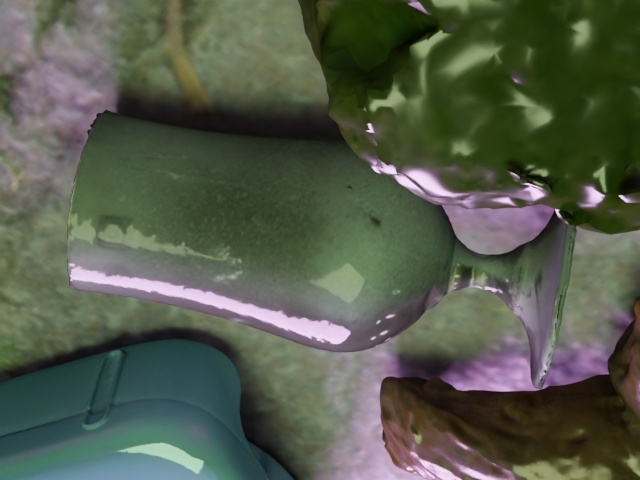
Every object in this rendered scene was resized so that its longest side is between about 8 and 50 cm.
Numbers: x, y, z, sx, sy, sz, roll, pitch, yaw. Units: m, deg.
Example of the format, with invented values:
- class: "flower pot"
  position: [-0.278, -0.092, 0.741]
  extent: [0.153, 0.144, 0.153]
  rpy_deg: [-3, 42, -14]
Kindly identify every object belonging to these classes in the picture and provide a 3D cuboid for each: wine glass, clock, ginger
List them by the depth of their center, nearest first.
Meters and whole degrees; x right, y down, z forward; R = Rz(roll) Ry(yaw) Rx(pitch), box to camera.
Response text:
- class: "wine glass"
  position: [0.000, 0.000, 0.711]
  extent: [0.231, 0.103, 0.103]
  rpy_deg: [11, 130, 4]
- class: "ginger"
  position: [0.163, 0.086, 0.767]
  extent: [0.290, 0.084, 0.122]
  rpy_deg: [-16, 132, 21]
- class: "clock"
  position: [-0.105, 0.190, 0.892]
  extent: [0.223, 0.094, 0.274]
  rpy_deg: [-15, 127, 20]

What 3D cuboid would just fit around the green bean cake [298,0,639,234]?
- class: "green bean cake"
  position: [0.163, -0.162, 0.465]
  extent: [0.319, 0.218, 0.335]
  rpy_deg: [8, 124, -15]
